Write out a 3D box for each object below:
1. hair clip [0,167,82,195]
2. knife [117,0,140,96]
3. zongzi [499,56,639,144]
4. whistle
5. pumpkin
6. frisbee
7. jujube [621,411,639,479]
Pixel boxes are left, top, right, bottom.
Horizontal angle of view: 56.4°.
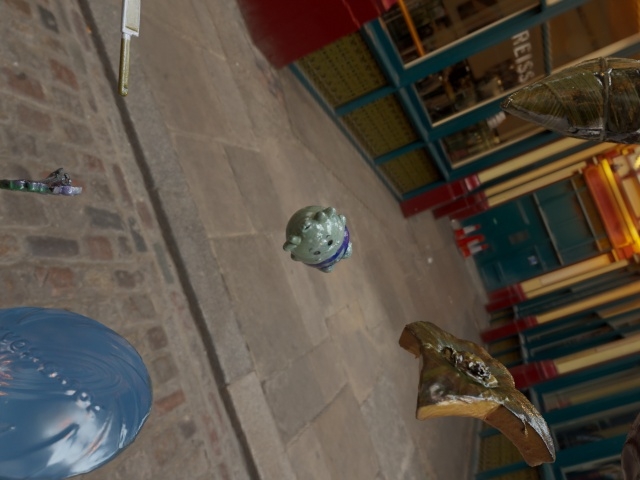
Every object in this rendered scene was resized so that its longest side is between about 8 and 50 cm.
[{"bbox_3d":[-0.493,-0.105,1.067,0.195,0.124,0.052,-111,-159,-83],"label":"hair clip"},{"bbox_3d":[-0.362,-0.399,1.125,0.046,0.022,0.256,-4,100,-66],"label":"knife"},{"bbox_3d":[0.420,-0.246,1.027,0.286,0.288,0.134,-90,180,-71],"label":"zongzi"},{"bbox_3d":[0.000,0.000,0.976,0.092,0.110,0.244,50,0,15],"label":"whistle"},{"bbox_3d":[0.245,0.236,1.004,0.258,0.095,0.290,29,14,-12],"label":"pumpkin"},{"bbox_3d":[-0.358,0.177,0.775,0.289,0.049,0.290,21,29,-12],"label":"frisbee"},{"bbox_3d":[0.476,0.212,0.588,0.258,0.376,0.258,50,-12,15],"label":"jujube"}]
